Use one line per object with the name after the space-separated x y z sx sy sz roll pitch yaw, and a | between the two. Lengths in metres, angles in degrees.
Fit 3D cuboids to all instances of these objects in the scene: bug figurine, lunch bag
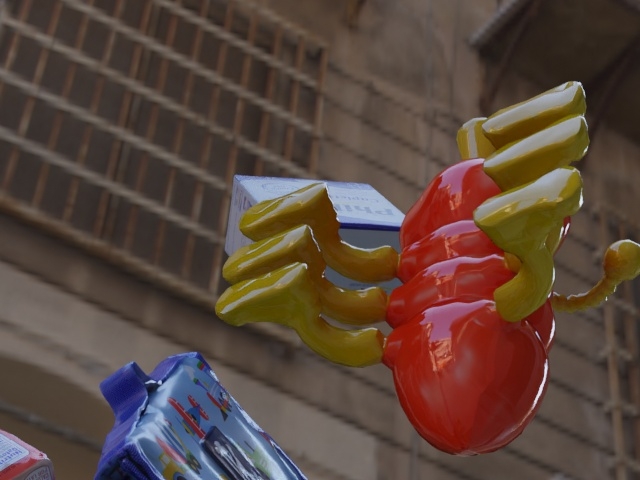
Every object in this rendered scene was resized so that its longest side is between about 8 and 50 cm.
-0.055 0.069 0.373 0.279 0.216 0.072 -18 -59 28 | bug figurine
-0.062 0.210 1.050 0.138 0.221 0.293 -29 -82 12 | lunch bag

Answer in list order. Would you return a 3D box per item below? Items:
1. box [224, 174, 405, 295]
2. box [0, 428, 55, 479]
0.000 0.000 1.310 0.126 0.137 0.072 3 -73 -19 | box
-0.302 0.225 0.920 0.154 0.300 0.142 20 -52 37 | box
